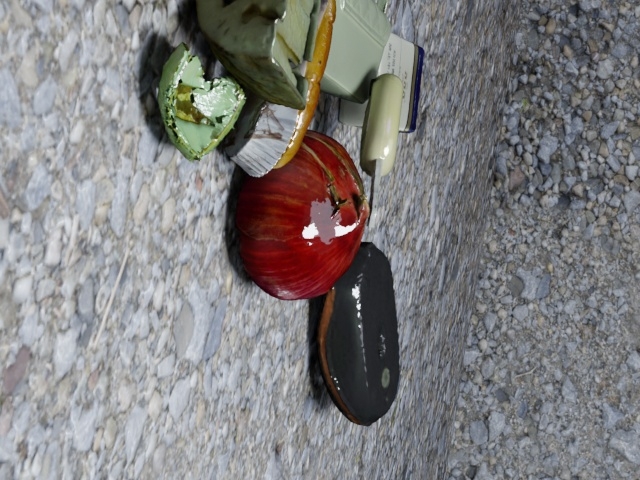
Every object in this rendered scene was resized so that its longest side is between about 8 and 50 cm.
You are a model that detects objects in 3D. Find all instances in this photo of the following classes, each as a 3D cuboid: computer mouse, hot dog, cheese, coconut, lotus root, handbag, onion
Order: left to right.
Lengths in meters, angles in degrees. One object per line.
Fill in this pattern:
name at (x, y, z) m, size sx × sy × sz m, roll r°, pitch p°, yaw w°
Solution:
coconut at (-0.138, -0.146, 0.965) m, size 0.158 × 0.055 × 0.133 m, roll 54°, pitch 46°, yaw -64°
lotus root at (-0.063, -0.269, 1.002) m, size 0.119 × 0.138 × 0.235 m, roll 32°, pitch 57°, yaw -60°
hot dog at (-0.045, -0.204, 1.100) m, size 0.075 × 0.144 × 0.268 m, roll 26°, pitch 75°, yaw -30°
onion at (-0.017, -0.030, 1.207) m, size 0.248 × 0.161 × 0.248 m, roll -56°, pitch 163°, yaw -26°
handbag at (0.038, -0.326, 1.305) m, size 0.219 × 0.079 × 0.256 m, roll -71°, pitch 160°, yaw 1°
computer mouse at (0.055, 0.155, 1.508) m, size 0.183 × 0.116 × 0.323 m, roll -33°, pitch 121°, yaw -63°
cheese at (0.084, -0.122, 1.306) m, size 0.127 × 0.054 × 0.251 m, roll 96°, pitch 1°, yaw -53°

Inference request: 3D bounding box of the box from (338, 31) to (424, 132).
box at (0.112, -0.276, 1.574) m, size 0.259 × 0.071 × 0.168 m, roll -10°, pitch 106°, yaw -70°
